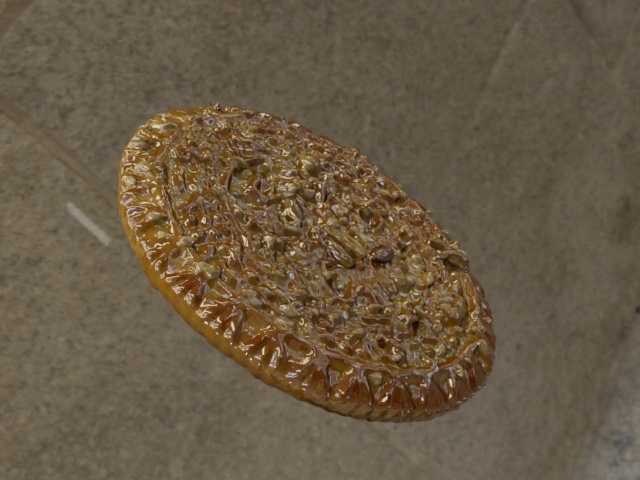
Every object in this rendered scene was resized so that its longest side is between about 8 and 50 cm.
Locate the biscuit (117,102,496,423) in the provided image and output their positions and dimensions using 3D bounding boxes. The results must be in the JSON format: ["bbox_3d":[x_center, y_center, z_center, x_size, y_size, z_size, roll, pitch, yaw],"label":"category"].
[{"bbox_3d":[0.000,0.000,0.661,0.305,0.305,0.038,0,135,-44],"label":"biscuit"}]
